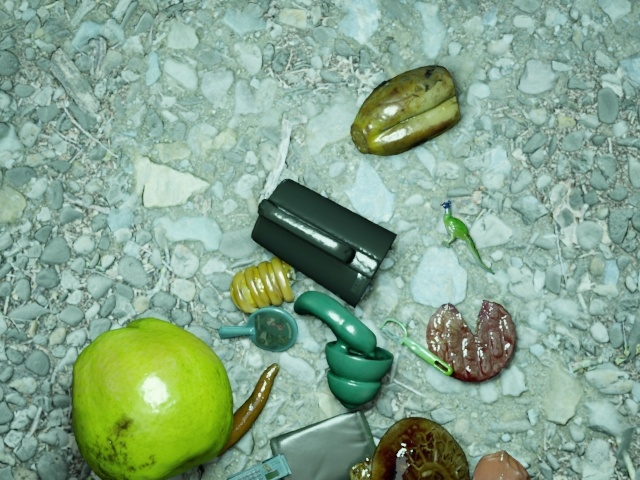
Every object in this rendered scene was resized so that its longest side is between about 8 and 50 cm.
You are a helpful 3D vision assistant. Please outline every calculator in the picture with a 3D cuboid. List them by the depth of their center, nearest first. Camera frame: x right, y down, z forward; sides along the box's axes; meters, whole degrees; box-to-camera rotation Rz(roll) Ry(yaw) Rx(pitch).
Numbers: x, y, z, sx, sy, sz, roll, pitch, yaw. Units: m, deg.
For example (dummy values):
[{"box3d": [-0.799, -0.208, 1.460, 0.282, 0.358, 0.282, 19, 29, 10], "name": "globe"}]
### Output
[{"box3d": [-0.151, 0.565, 1.841, 0.172, 0.018, 0.057, -28, 82, 20], "name": "calculator"}]

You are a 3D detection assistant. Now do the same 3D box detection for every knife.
[{"box3d": [0.238, 0.254, 1.862, 0.212, 0.015, 0.054, 36, 94, 25], "name": "knife"}]

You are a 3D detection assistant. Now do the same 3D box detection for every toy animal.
[{"box3d": [0.347, 0.009, 1.913, 0.075, 0.041, 0.217, -31, 87, -3], "name": "toy animal"}]

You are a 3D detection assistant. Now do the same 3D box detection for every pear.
[{"box3d": [-0.387, 0.360, 1.743, 0.390, 0.391, 0.391, 0, 83, 2], "name": "pear"}]

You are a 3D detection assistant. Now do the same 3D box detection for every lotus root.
[{"box3d": [0.208, -0.317, 1.891, 0.290, 0.193, 0.193, -26, 82, -2], "name": "lotus root"}]

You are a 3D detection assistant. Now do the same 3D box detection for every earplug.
[{"box3d": [0.047, 0.263, 1.833, 0.257, 0.164, 0.281, 2, 93, 9], "name": "earplug"}]

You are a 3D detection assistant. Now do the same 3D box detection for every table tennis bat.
[{"box3d": [-0.154, 0.221, 1.893, 0.201, 0.033, 0.124, -5, 113, 10], "name": "table tennis bat"}]

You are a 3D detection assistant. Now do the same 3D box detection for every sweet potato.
[{"box3d": [-0.174, 0.417, 1.874, 0.057, 0.057, 0.265, 36, 81, 6], "name": "sweet potato"}]

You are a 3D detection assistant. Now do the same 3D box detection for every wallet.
[{"box3d": [0.014, 0.522, 1.857, 0.245, 0.052, 0.169, -18, 83, -4], "name": "wallet"}]

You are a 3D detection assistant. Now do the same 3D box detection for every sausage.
[{"box3d": [0.413, 0.614, 1.783, 0.148, 0.148, 0.255, 5, 85, 3], "name": "sausage"}]

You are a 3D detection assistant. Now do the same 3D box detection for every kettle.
[{"box3d": [-0.005, 0.010, 1.814, 0.308, 0.262, 0.203, 30, 120, 4], "name": "kettle"}]

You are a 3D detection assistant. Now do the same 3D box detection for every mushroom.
[{"box3d": [0.213, 0.557, 1.770, 0.278, 0.163, 0.297, 6, 85, -8], "name": "mushroom"}]

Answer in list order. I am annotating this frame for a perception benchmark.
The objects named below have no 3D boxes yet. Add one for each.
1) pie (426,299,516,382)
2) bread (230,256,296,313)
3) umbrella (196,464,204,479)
[{"box3d": [0.365, 0.242, 1.876, 0.218, 0.054, 0.205, 9, 83, 1], "name": "pie"}, {"box3d": [-0.139, 0.112, 1.898, 0.177, 0.084, 0.119, -21, 82, 4], "name": "bread"}, {"box3d": [-0.293, 0.534, 1.881, 0.022, 0.022, 0.149, -10, 74, 25], "name": "umbrella"}]
